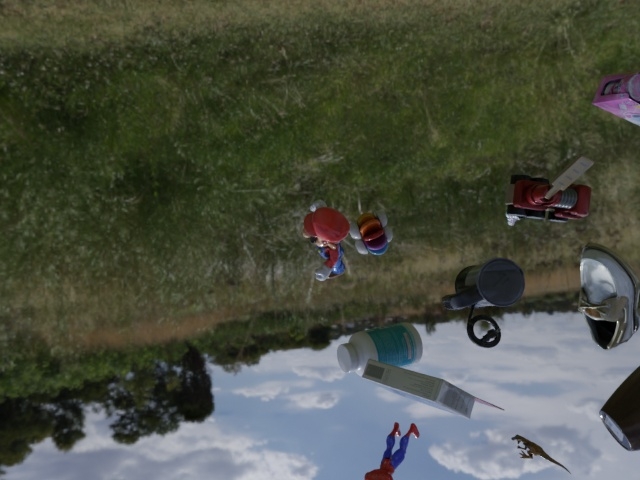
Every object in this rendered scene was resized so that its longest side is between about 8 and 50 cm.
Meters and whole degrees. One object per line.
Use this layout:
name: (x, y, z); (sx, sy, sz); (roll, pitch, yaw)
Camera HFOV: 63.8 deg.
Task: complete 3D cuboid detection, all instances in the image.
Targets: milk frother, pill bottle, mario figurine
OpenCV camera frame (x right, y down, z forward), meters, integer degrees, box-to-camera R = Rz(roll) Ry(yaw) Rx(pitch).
milk frother: (0.308, 0.116, 0.929); (0.129, 0.143, 0.135); (-43, 175, -7)
pill bottle: (0.189, 0.357, 1.668); (0.264, 0.146, 0.146); (-6, 174, -27)
mario figurine: (0.000, 0.000, 1.683); (0.170, 0.198, 0.320); (-36, 152, -14)

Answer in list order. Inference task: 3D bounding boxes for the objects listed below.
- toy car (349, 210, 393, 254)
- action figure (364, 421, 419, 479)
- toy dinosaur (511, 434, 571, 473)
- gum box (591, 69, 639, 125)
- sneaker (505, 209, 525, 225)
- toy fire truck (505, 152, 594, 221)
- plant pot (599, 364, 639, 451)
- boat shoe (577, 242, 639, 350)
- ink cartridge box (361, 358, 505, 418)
toy car: (0.211, -0.019, 2.041); (0.159, 0.182, 0.136); (-27, -147, -2)
action figure: (0.199, 0.633, 1.395); (0.091, 0.139, 0.280); (-11, -170, 32)
toy dinosaur: (0.760, 0.737, 1.795); (0.112, 0.064, 0.211); (2, -161, -39)
gum box: (0.666, -0.281, 1.048); (0.188, 0.062, 0.107); (19, -174, -11)
sneaker: (0.767, -0.086, 2.008); (0.069, 0.038, 0.098); (8, 157, 36)
toy fire truck: (0.668, -0.139, 1.419); (0.217, 0.159, 0.246); (7, 180, -14)
plant pot: (0.812, 0.404, 1.247); (0.230, 0.215, 0.215); (-30, 171, 1)
boat shoe: (0.658, 0.140, 1.184); (0.103, 0.302, 0.113); (-44, -151, -14)
ink cartridge box: (0.302, 0.418, 1.409); (0.261, 0.066, 0.296); (31, 163, -28)
